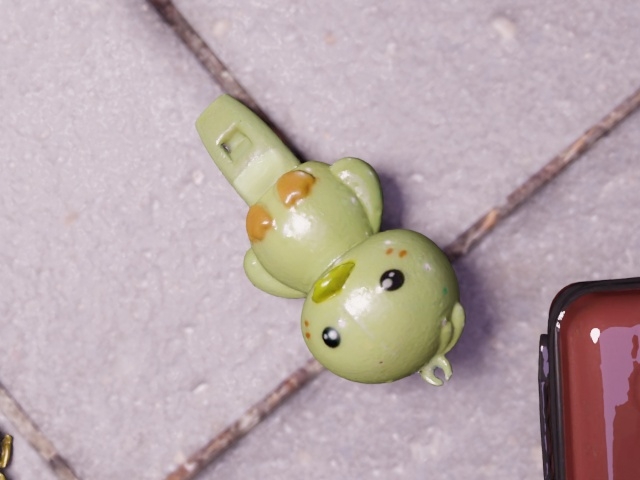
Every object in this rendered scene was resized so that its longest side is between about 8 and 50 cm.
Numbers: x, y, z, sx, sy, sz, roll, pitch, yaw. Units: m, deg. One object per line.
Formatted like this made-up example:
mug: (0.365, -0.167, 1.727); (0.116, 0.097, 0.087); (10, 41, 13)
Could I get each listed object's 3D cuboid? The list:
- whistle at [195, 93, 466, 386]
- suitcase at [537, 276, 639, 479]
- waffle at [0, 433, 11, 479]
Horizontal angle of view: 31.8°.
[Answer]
whistle: (-0.001, 0.003, 0.891); (0.294, 0.141, 0.141); (45, 96, 2)
suitcase: (0.292, 0.171, 0.864); (0.236, 0.161, 0.296); (-4, 94, 4)
waffle: (-0.405, 0.224, 0.973); (0.262, 0.060, 0.280); (7, 94, 4)
